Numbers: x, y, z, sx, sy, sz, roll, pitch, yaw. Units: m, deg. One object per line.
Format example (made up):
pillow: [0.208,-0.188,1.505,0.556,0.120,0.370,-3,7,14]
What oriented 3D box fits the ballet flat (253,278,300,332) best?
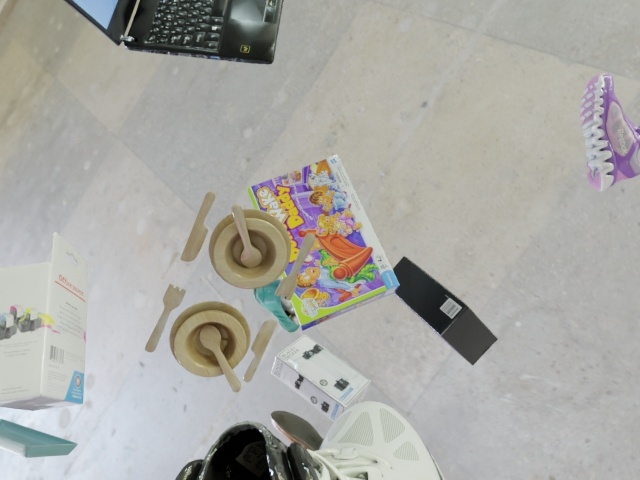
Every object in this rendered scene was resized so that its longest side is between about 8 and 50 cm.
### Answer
ballet flat: [-0.081,0.171,1.239,0.087,0.247,0.083,-12,56,16]

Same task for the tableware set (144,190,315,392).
tableware set: [-0.093,0.061,0.507,0.194,0.128,0.039,-66,16,7]

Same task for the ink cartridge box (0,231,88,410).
ink cartridge box: [-0.317,0.093,0.553,0.061,0.104,0.181,-6,67,-6]

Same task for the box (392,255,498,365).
box: [0.302,0.176,1.254,0.103,0.184,0.261,-49,36,3]

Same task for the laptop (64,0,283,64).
laptop: [-0.171,-0.339,0.537,0.264,0.136,0.234,6,64,-2]

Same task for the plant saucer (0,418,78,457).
plant saucer: [-0.405,0.258,0.637,0.192,0.067,0.018,-3,72,31]

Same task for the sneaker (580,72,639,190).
sneaker: [0.604,-0.225,0.994,0.104,0.095,0.236,-8,96,14]

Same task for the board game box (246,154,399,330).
board game box: [0.000,0.000,1.119,0.233,0.078,0.347,-22,72,-7]

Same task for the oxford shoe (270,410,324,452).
oxford shoe: [-0.034,0.447,1.044,0.212,0.076,0.076,29,106,30]

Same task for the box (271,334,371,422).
box: [-0.001,0.455,1.616,0.290,0.169,0.087,31,123,25]

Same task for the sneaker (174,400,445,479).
sneaker: [0.020,0.223,0.422,0.169,0.447,0.258,-15,104,13]
